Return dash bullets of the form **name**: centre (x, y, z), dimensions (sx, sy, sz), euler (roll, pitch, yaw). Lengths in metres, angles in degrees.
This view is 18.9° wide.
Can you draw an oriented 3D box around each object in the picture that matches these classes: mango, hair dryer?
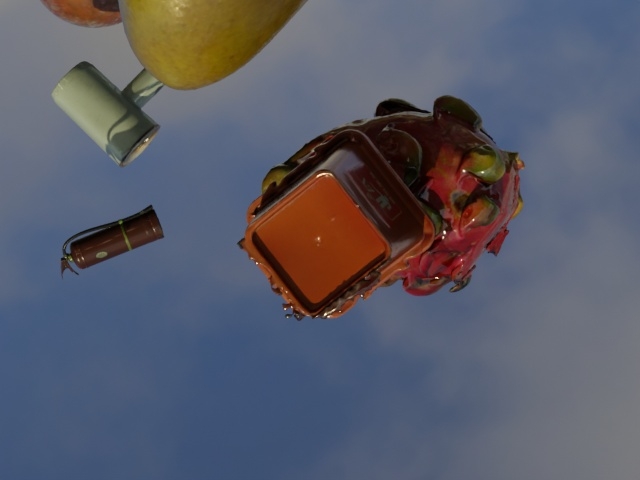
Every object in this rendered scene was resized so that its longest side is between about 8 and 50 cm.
- **mango**: centre (-0.062, -0.355, 1.897), dimensions (0.220, 0.301, 0.445), euler (33, -79, 25)
- **hair dryer**: centre (-0.213, -0.219, 2.427), dimensions (0.236, 0.131, 0.073), euler (-45, 178, -9)

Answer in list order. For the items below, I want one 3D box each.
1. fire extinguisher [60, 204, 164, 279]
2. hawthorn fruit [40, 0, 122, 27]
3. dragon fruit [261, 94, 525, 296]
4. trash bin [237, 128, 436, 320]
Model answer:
- **fire extinguisher**: centre (-0.250, 0.003, 2.269), dimensions (0.132, 0.056, 0.039), euler (-21, -141, -4)
- **hawthorn fruit**: centre (-0.291, -0.423, 2.596), dimensions (0.263, 0.231, 0.235), euler (-48, -115, 12)
- **dragon fruit**: centre (0.083, -0.042, 2.239), dimensions (0.307, 0.227, 0.243), euler (-37, -115, 9)
- **trash bin**: centre (0.000, 0.000, 1.966), dimensions (0.184, 0.161, 0.238), euler (-38, 180, 11)
